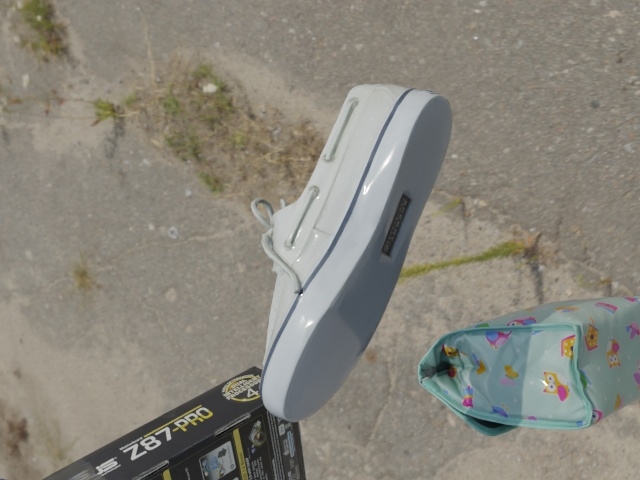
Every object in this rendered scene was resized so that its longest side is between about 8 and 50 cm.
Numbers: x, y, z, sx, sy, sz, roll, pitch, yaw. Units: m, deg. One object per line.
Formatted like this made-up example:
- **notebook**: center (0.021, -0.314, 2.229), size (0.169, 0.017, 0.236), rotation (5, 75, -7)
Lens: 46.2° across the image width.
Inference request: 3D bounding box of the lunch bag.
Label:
- **lunch bag**: center (0.294, 0.171, 1.040), size (0.262, 0.223, 0.160), rotation (-14, 85, 45)

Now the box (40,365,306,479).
- **box**: center (-0.154, 0.405, 0.964), size (0.097, 0.318, 0.395), rotation (17, 123, 44)

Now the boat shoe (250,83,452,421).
- **boat shoe**: center (-0.003, -0.004, 0.793), size (0.156, 0.136, 0.367), rotation (21, 87, 32)

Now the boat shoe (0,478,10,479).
- **boat shoe**: center (-0.256, 0.265, 0.654), size (0.183, 0.066, 0.066), rotation (10, 127, 27)
